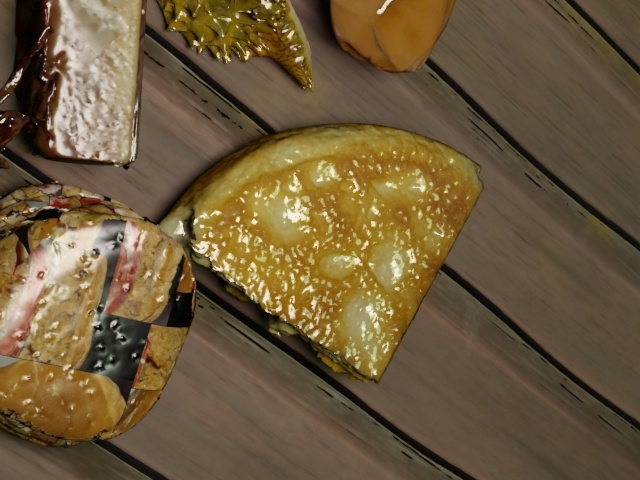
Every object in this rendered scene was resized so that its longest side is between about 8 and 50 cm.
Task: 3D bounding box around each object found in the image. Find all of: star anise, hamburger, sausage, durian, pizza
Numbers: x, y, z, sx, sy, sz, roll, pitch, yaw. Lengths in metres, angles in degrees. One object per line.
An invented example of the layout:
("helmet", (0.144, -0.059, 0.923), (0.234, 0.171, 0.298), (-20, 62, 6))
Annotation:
("star anise", (-0.281, -0.100, 1.200), (0.097, 0.070, 0.191), (35, 85, 17))
("hamburger", (-0.219, 0.064, 1.254), (0.231, 0.107, 0.231), (-7, 103, -32))
("sausage", (0.079, -0.282, 1.406), (0.136, 0.120, 0.241), (22, 82, -64))
("durian", (-0.063, -0.221, 1.346), (0.224, 0.078, 0.140), (46, 70, -23))
("pizza", (0.008, -0.033, 1.396), (0.258, 0.087, 0.268), (39, 72, -22))

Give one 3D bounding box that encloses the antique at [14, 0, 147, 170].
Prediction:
("antique", (-0.205, -0.218, 1.256), (0.093, 0.087, 0.310), (3, 91, -29))
